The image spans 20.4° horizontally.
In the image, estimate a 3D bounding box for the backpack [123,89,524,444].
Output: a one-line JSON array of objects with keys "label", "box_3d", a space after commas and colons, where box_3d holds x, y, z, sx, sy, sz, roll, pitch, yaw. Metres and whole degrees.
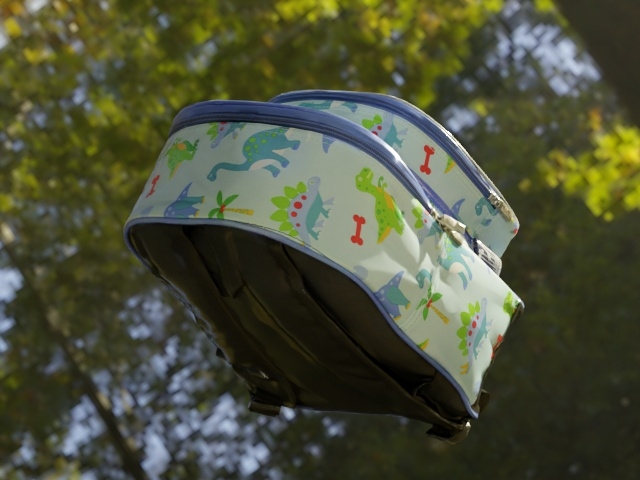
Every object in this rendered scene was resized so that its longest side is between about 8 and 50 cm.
[{"label": "backpack", "box_3d": [0.000, 0.000, 0.563, 0.114, 0.105, 0.084, 46, -122, -43]}]
